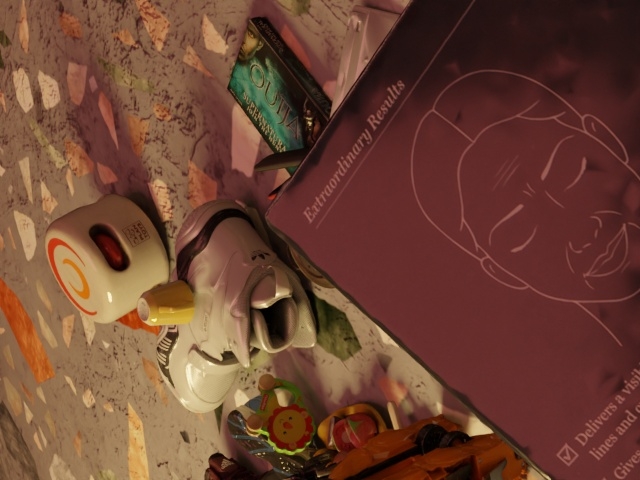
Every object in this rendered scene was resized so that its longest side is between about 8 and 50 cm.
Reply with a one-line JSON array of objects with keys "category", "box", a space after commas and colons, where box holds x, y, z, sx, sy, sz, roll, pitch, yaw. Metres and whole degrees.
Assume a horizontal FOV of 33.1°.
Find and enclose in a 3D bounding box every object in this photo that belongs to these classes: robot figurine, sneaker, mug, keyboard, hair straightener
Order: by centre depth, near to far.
[{"category": "robot figurine", "box": [0.078, 0.277, 1.174, 0.211, 0.291, 0.085, 4, 110, 55]}, {"category": "keyboard", "box": [0.041, -0.131, 1.210, 0.072, 0.014, 0.256, 20, 108, 31]}, {"category": "hair straightener", "box": [0.004, -0.112, 1.268, 0.230, 0.047, 0.089, -12, 111, 46]}, {"category": "mug", "box": [-0.212, 0.085, 1.473, 0.078, 0.064, 0.062, -48, 60, 46]}, {"category": "sneaker", "box": [-0.124, 0.140, 1.529, 0.210, 0.137, 0.366, 42, 134, 40]}, {"category": "sneaker", "box": [-0.033, 0.299, 1.543, 0.211, 0.081, 0.080, 43, 139, 9]}, {"category": "sneaker", "box": [-0.125, 0.387, 1.692, 0.162, 0.106, 0.281, 56, 145, 25]}]

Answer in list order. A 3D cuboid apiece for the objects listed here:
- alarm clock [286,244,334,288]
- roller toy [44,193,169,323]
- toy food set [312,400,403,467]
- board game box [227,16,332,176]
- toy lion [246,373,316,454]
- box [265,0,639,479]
[{"category": "alarm clock", "box": [0.000, 0.000, 1.357, 0.192, 0.064, 0.129, -32, 80, 59]}, {"category": "roller toy", "box": [-0.347, 0.027, 1.786, 0.209, 0.146, 0.191, 28, 137, 38]}, {"category": "toy food set", "box": [0.035, 0.281, 1.407, 0.218, 0.071, 0.128, -33, 66, 61]}, {"category": "board game box", "box": [-0.049, -0.176, 1.367, 0.186, 0.026, 0.126, 53, 143, 24]}, {"category": "toy lion", "box": [-0.051, 0.246, 1.504, 0.034, 0.096, 0.100, 104, -178, -62]}, {"category": "box", "box": [0.215, -0.011, 0.753, 0.395, 0.212, 0.293, 43, 113, 17]}]
